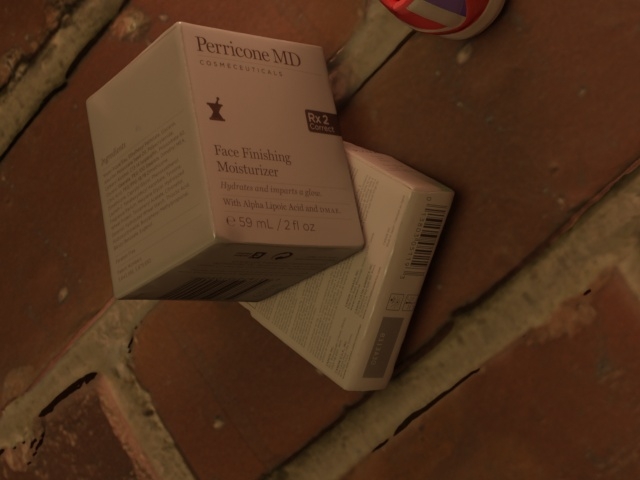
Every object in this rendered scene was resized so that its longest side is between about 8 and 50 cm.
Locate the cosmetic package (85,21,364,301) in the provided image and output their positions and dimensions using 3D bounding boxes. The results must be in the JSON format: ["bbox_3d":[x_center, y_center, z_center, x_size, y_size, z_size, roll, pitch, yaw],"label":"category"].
[{"bbox_3d":[-0.081,-0.057,1.005,0.151,0.151,0.183,-28,68,45],"label":"cosmetic package"}]

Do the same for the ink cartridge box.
[{"bbox_3d":[0.000,0.000,1.062,0.225,0.056,0.181,34,112,47],"label":"ink cartridge box"}]

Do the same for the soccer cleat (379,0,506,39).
[{"bbox_3d":[0.030,-0.296,0.969,0.109,0.116,0.318,-40,72,30],"label":"soccer cleat"}]
